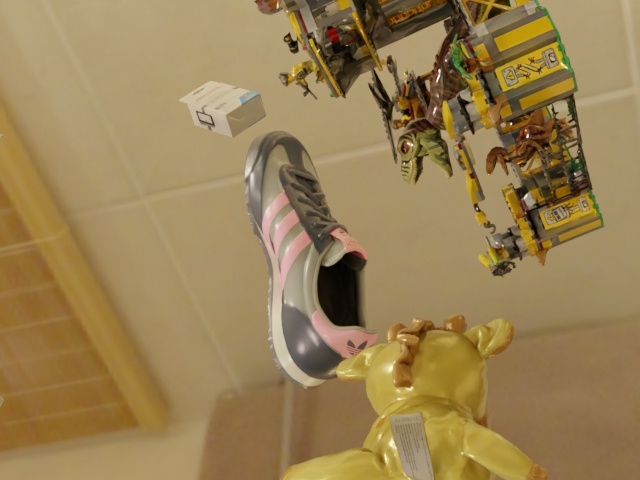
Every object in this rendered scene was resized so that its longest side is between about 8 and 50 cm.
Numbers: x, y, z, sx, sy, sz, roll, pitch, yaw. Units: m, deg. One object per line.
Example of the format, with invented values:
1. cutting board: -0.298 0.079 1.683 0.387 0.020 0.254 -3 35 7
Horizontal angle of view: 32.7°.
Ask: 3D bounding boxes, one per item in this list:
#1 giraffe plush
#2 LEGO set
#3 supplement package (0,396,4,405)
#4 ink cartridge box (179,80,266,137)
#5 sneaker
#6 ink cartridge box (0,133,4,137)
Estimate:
1. giraffe plush: 0.068 0.138 0.759 0.170 0.182 0.210 -76 -6 -54
2. LEGO set: 0.081 -0.105 0.851 0.331 0.192 0.254 47 -158 -67
3. supplement package: -0.610 0.272 1.510 0.261 0.204 0.145 -61 -11 -20
4. ink cartridge box: -0.102 -0.137 1.129 0.048 0.083 0.028 -36 -52 -28
5. sneaker: 0.000 0.000 1.248 0.112 0.131 0.319 7 -118 -42
6. ink cartridge box: -0.477 -0.079 1.192 0.206 0.208 0.045 -79 -11 -72
